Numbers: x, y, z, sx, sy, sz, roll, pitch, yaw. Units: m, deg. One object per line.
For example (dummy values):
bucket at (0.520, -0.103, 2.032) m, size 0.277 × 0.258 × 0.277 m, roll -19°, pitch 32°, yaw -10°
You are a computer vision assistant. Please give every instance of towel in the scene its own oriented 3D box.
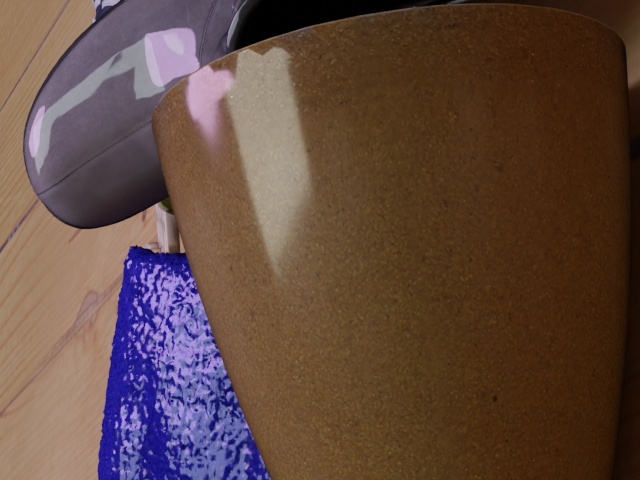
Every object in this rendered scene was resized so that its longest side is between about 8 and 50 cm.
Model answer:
towel at (-0.052, 0.158, 1.019) m, size 0.227 × 0.076 × 0.308 m, roll 3°, pitch 82°, yaw 32°

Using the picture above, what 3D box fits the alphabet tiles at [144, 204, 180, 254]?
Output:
alphabet tiles at (-0.112, 0.078, 1.270) m, size 0.284 × 0.021 × 0.278 m, roll -154°, pitch 60°, yaw -82°

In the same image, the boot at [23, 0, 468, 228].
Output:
boot at (-0.039, -0.110, 0.928) m, size 0.338 × 0.118 × 0.223 m, roll -38°, pitch 10°, yaw 8°

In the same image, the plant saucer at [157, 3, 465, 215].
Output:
plant saucer at (0.001, -0.086, 1.080) m, size 0.241 × 0.037 × 0.241 m, roll -34°, pitch 20°, yaw 14°

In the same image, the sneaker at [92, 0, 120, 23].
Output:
sneaker at (-0.189, -0.243, 1.626) m, size 0.282 × 0.099 × 0.153 m, roll 44°, pitch 120°, yaw 51°

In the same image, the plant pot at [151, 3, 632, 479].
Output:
plant pot at (0.053, 0.048, 0.819) m, size 0.237 × 0.237 × 0.254 m, roll -34°, pitch 62°, yaw 59°
